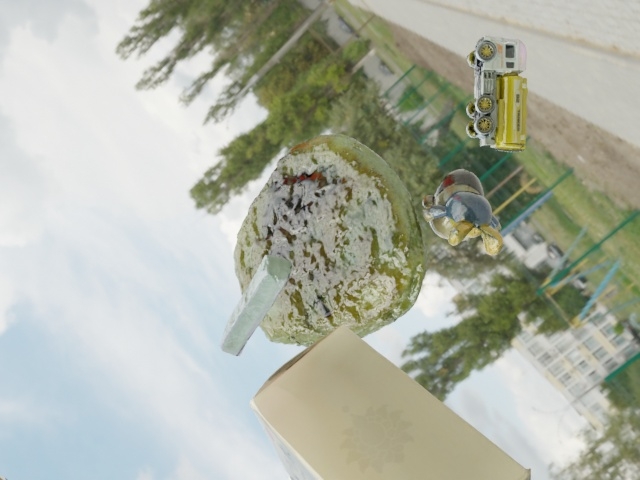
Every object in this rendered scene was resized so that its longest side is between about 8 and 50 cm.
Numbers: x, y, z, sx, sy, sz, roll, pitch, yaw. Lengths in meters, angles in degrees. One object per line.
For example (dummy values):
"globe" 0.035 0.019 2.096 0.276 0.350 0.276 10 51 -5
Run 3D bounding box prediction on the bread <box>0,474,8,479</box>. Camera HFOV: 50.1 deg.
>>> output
"bread" -0.379 0.371 0.842 0.241 0.107 0.136 20 152 30

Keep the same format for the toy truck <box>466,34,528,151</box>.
"toy truck" 0.357 -0.291 1.372 0.098 0.114 0.227 -91 1 -85

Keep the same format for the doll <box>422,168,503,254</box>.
"doll" 0.179 -0.032 0.864 0.102 0.089 0.179 14 -151 -1

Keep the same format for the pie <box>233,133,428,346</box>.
"pie" 0.000 0.000 0.962 0.070 0.323 0.323 4 -136 -54

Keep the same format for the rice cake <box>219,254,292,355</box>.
"rice cake" -0.081 0.082 0.808 0.033 0.207 0.033 16 -129 -15

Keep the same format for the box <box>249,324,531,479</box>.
"box" 0.055 0.187 0.492 0.168 0.095 0.212 37 155 39
